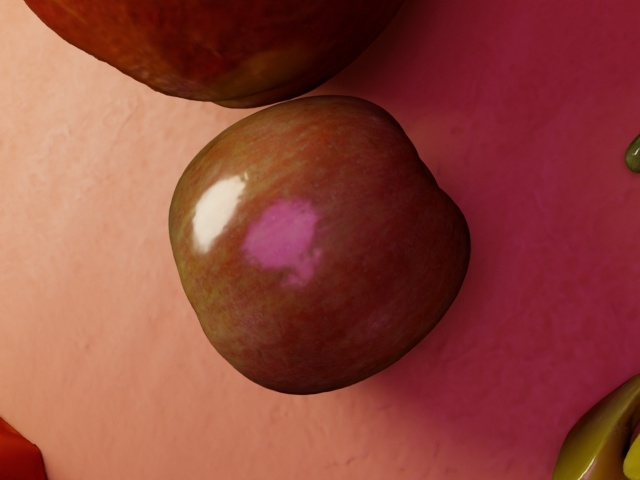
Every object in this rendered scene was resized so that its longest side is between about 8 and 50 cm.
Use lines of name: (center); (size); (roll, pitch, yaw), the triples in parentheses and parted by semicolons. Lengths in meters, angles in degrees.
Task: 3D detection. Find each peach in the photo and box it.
peach: (-0.060, -0.260, 0.566); (0.308, 0.308, 0.332); (28, 94, 20)

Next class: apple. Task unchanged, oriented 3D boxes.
apple: (0.000, 0.000, 0.562); (0.174, 0.188, 0.188); (-33, 73, 6)

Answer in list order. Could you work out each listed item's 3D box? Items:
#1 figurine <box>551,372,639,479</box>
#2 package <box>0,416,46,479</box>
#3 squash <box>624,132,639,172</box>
figurine: (0.346, 0.170, 0.463); (0.283, 0.204, 0.338); (-42, 84, 1)
package: (-0.395, 0.138, 0.666); (0.424, 0.196, 0.123); (30, 91, 18)
squash: (0.242, -0.080, 0.580); (0.089, 0.027, 0.027); (-44, 72, 6)
